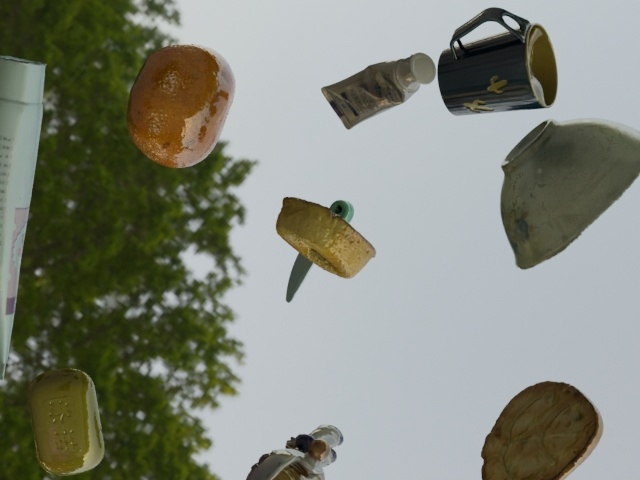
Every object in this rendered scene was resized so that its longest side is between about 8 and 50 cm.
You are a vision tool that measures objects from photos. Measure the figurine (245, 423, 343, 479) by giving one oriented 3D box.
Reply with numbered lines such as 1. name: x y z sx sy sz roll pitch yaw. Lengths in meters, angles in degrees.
1. figurine: -0.038 0.399 1.900 0.274 0.133 0.194 -50 164 -45

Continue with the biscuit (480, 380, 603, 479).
1. biscuit: 0.330 0.302 1.644 0.260 0.041 0.203 -27 -149 55

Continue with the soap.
1. soap: -0.330 0.235 1.409 0.089 0.140 0.045 -8 -177 1

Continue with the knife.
1. knife: -0.015 0.019 2.307 0.260 0.034 0.063 -54 -126 20

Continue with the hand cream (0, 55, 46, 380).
1. hand cream: -0.335 -0.024 1.127 0.085 0.058 0.331 17 -81 32

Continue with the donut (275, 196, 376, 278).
1. donut: 0.000 0.000 1.793 0.065 0.178 0.162 -59 -163 -15

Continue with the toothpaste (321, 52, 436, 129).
1. toothpaste: 0.102 -0.273 1.966 0.061 0.096 0.266 -43 -165 -34

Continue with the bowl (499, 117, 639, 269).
1. bowl: 0.384 -0.110 1.780 0.313 0.146 0.313 -47 -175 5

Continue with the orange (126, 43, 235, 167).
1. orange: -0.243 -0.235 1.880 0.224 0.170 0.224 -157 -90 -84

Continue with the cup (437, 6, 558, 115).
1. cup: 0.263 -0.272 1.674 0.155 0.176 0.131 -8 -141 32
